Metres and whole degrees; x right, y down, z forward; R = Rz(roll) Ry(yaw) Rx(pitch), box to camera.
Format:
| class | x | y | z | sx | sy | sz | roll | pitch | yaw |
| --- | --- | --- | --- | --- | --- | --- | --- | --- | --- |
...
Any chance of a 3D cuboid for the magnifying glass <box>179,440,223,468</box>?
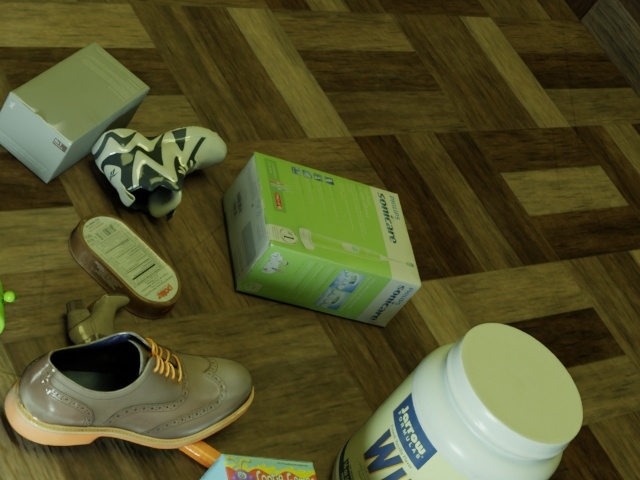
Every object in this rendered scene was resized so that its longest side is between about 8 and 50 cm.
| class | x | y | z | sx | sy | sz | roll | pitch | yaw |
| --- | --- | --- | --- | --- | --- | --- | --- | --- | --- |
| magnifying glass | -0.206 | 0.259 | 1.974 | 0.231 | 0.026 | 0.092 | 35 | 37 | -5 |

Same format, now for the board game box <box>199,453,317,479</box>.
| class | x | y | z | sx | sy | sz | roll | pitch | yaw |
| --- | --- | --- | --- | --- | --- | --- | --- | --- | --- |
| board game box | -0.069 | 0.426 | 1.815 | 0.142 | 0.144 | 0.275 | 11 | 46 | -33 |

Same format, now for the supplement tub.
| class | x | y | z | sx | sy | sz | roll | pitch | yaw |
| --- | --- | --- | --- | --- | --- | --- | --- | --- | --- |
| supplement tub | 0.189 | 0.289 | 2.020 | 0.235 | 0.325 | 0.235 | 22 | 40 | -20 |

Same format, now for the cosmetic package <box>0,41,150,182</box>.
| class | x | y | z | sx | sy | sz | roll | pitch | yaw |
| --- | --- | --- | --- | --- | --- | --- | --- | --- | --- |
| cosmetic package | -0.386 | -0.202 | 2.243 | 0.127 | 0.107 | 0.238 | 42 | 40 | 4 |

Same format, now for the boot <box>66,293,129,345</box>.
| class | x | y | z | sx | sy | sz | roll | pitch | yaw |
| --- | --- | --- | --- | --- | --- | --- | --- | --- | --- |
| boot | -0.305 | 0.122 | 2.029 | 0.118 | 0.042 | 0.087 | -7 | 62 | -42 |

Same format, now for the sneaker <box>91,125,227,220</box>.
| class | x | y | z | sx | sy | sz | roll | pitch | yaw |
| --- | --- | --- | --- | --- | --- | --- | --- | --- | --- |
| sneaker | -0.232 | -0.096 | 2.270 | 0.235 | 0.094 | 0.153 | 2 | 55 | -44 |

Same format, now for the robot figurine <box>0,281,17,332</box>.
| class | x | y | z | sx | sy | sz | roll | pitch | yaw |
| --- | --- | --- | --- | --- | --- | --- | --- | --- | --- |
| robot figurine | -0.453 | 0.086 | 1.914 | 0.101 | 0.067 | 0.115 | -8 | 52 | -7 |

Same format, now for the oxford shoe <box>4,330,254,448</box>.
| class | x | y | z | sx | sy | sz | roll | pitch | yaw |
| --- | --- | --- | --- | --- | --- | --- | --- | --- | --- |
| oxford shoe | -0.224 | 0.191 | 1.904 | 0.364 | 0.132 | 0.130 | -2 | 52 | -40 |

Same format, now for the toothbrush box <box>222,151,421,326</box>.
| class | x | y | z | sx | sy | sz | roll | pitch | yaw |
| --- | --- | --- | --- | --- | --- | --- | --- | --- | --- |
| toothbrush box | 0.000 | 0.000 | 2.332 | 0.283 | 0.122 | 0.206 | 14 | 43 | -28 |

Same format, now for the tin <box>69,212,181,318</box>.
| class | x | y | z | sx | sy | sz | roll | pitch | yaw |
| --- | --- | --- | --- | --- | --- | --- | --- | --- | --- |
| tin | -0.287 | 0.036 | 2.132 | 0.190 | 0.040 | 0.106 | 43 | 42 | 6 |
